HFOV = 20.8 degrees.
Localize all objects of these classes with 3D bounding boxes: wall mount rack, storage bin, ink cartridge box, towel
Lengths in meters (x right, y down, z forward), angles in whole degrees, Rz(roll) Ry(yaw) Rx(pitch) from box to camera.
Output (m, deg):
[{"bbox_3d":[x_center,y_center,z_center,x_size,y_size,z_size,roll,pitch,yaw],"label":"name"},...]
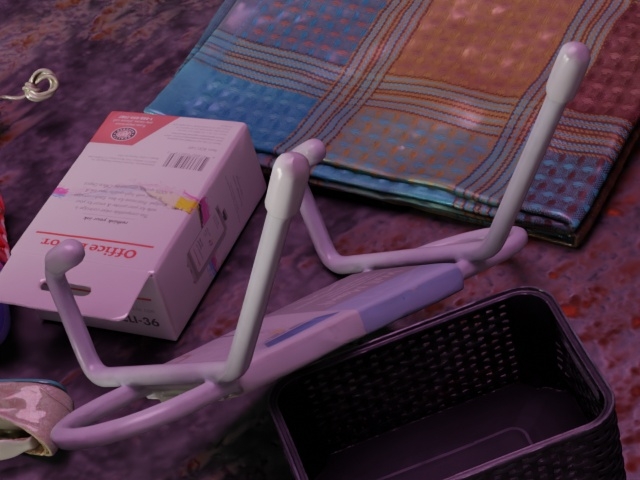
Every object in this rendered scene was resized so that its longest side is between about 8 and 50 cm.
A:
[{"bbox_3d":[0.000,0.000,1.016,0.350,0.131,0.304,-25,8,-34],"label":"wall mount rack"},{"bbox_3d":[0.073,0.117,1.007,0.180,0.084,0.122,-20,42,-5],"label":"storage bin"},{"bbox_3d":[-0.132,0.000,1.210,0.115,0.067,0.198,7,45,25],"label":"ink cartridge box"},{"bbox_3d":[0.074,-0.138,1.295,0.370,0.040,0.271,14,57,29],"label":"towel"}]

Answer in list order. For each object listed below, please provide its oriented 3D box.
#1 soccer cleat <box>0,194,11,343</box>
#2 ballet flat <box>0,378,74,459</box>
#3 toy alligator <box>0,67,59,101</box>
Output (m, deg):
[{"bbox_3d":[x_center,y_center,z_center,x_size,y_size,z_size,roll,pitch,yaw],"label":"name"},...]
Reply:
[{"bbox_3d":[-0.259,-0.013,1.259,0.095,0.083,0.248,-24,39,-16],"label":"soccer cleat"},{"bbox_3d":[-0.242,0.116,1.131,0.168,0.057,0.052,-2,53,16],"label":"ballet flat"},{"bbox_3d":[-0.294,-0.100,1.385,0.189,0.056,0.051,-14,1,2],"label":"toy alligator"}]
